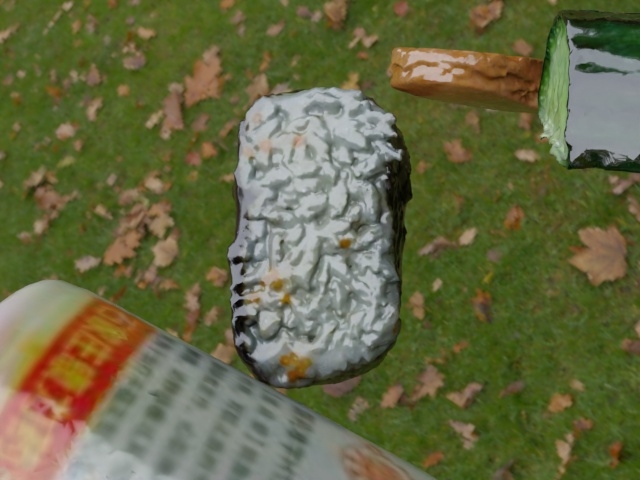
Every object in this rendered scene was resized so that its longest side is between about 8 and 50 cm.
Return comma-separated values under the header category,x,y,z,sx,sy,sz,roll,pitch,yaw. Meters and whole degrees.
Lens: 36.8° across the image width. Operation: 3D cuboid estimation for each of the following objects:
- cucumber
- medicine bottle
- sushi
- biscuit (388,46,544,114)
category,x,y,z,sx,sy,sz,roll,pitch,yaw
cucumber,0.217,-0.062,0.416,0.243,0.063,0.115,7,22,13
medicine bottle,-0.026,0.200,0.486,0.219,0.388,0.219,-60,1,2
sushi,0.000,0.000,0.723,0.136,0.126,0.225,2,94,12
biscuit,0.148,-0.096,0.603,0.192,0.186,0.036,8,99,26
